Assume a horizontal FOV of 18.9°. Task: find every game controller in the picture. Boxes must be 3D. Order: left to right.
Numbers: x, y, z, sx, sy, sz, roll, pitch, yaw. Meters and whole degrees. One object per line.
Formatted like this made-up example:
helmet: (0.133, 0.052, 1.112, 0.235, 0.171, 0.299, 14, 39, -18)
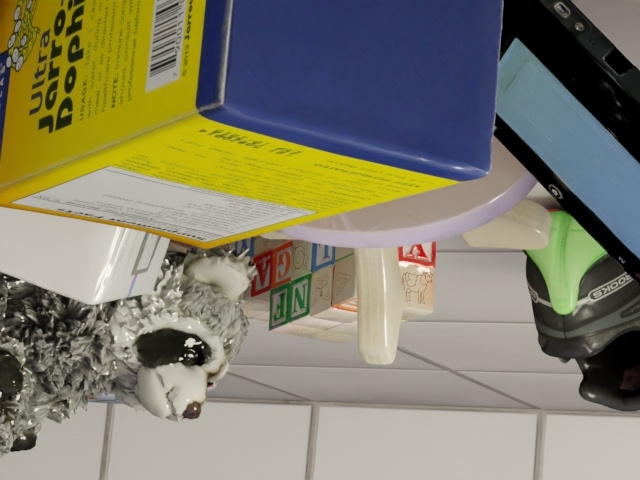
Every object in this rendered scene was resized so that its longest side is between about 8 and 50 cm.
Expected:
game controller: (0.189, -0.064, 1.311, 0.319, 0.067, 0.166, 47, 151, 7)

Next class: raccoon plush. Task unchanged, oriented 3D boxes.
raccoon plush: (-0.260, -0.001, 1.856, 0.299, 0.446, 0.216, -26, 171, -18)

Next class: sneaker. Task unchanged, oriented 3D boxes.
sneaker: (0.350, 0.098, 2.161, 0.185, 0.202, 0.483, -2, 166, 35)

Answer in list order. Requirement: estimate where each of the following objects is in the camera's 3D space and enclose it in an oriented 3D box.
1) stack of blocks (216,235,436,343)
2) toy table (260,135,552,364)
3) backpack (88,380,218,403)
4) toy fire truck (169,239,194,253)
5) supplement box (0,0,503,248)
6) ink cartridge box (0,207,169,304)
stack of blocks: (-0.001, 0.011, 1.905, 0.087, 0.171, 0.297, 11, 162, -28)
toy table: (0.055, -0.044, 1.558, 0.274, 0.252, 0.161, 14, 156, 22)
backpack: (-0.241, 0.113, 2.541, 0.277, 0.213, 0.263, 4, 180, -11)
toy fire truck: (-0.162, -0.003, 2.154, 0.135, 0.047, 0.192, 30, 169, 4)
supplement box: (-0.063, -0.125, 1.260, 0.194, 0.195, 0.356, 12, 166, -31)
ink cartridge box: (-0.246, -0.042, 1.608, 0.226, 0.131, 0.306, 19, -178, 1)
